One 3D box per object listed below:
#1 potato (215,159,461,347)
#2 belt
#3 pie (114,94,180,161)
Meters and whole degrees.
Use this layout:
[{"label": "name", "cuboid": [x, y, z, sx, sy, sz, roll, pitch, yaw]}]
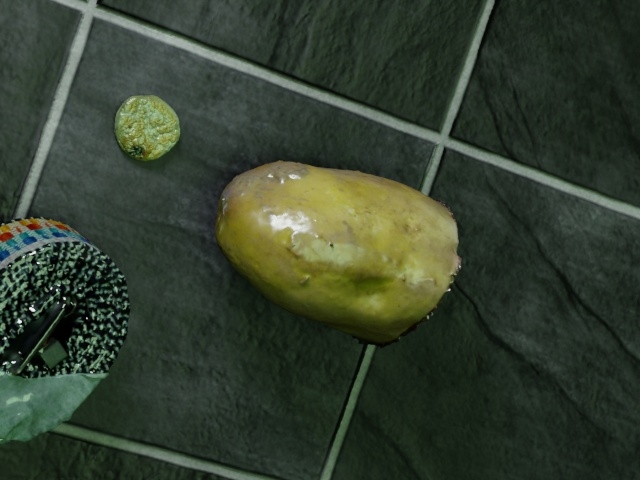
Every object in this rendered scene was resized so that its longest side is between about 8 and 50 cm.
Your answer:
[{"label": "potato", "cuboid": [0.000, 0.000, 1.947, 0.266, 0.229, 0.229, 24, 90, -27]}, {"label": "belt", "cuboid": [-0.348, 0.104, 1.862, 0.207, 0.150, 0.257, 40, 84, -32]}, {"label": "pie", "cuboid": [-0.213, -0.139, 1.943, 0.085, 0.017, 0.085, -4, 101, -19]}]
